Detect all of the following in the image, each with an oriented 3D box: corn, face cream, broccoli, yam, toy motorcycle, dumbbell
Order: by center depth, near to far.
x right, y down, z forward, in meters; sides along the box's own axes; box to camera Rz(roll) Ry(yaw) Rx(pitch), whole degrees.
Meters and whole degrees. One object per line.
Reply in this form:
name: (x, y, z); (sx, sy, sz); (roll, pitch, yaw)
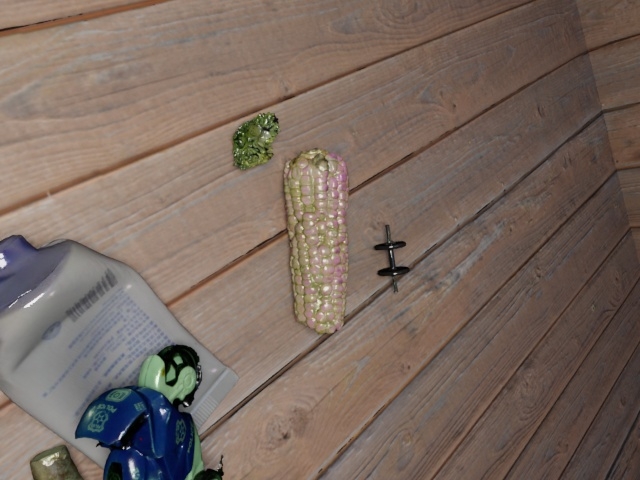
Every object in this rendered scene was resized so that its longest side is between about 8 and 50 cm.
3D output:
toy motorcycle: (-0.226, 0.309, 0.657); (0.196, 0.125, 0.330); (12, 78, -64)
yam: (-0.326, 0.408, 0.684); (0.061, 0.061, 0.273); (-23, 101, -36)
face cream: (-0.295, 0.163, 0.693); (0.234, 0.137, 0.420); (-52, 126, -30)
broccoli: (-0.109, -0.173, 0.858); (0.097, 0.092, 0.095); (-14, 83, -20)
corn: (0.000, 0.000, 0.919); (0.127, 0.127, 0.334); (-7, 94, -38)
dumbbell: (0.153, 0.038, 1.065); (0.069, 0.069, 0.147); (-12, 96, -38)
